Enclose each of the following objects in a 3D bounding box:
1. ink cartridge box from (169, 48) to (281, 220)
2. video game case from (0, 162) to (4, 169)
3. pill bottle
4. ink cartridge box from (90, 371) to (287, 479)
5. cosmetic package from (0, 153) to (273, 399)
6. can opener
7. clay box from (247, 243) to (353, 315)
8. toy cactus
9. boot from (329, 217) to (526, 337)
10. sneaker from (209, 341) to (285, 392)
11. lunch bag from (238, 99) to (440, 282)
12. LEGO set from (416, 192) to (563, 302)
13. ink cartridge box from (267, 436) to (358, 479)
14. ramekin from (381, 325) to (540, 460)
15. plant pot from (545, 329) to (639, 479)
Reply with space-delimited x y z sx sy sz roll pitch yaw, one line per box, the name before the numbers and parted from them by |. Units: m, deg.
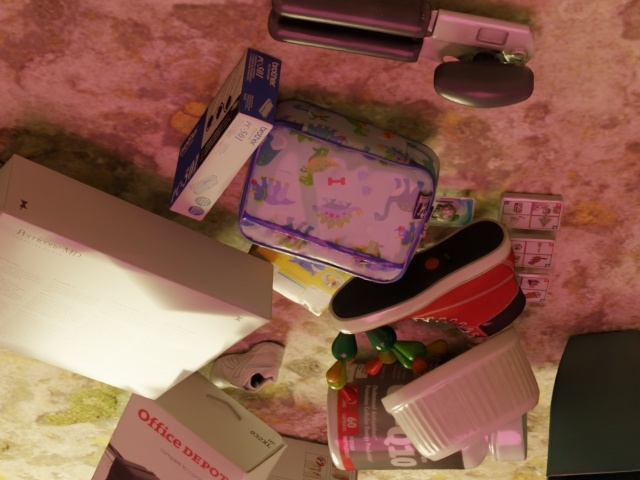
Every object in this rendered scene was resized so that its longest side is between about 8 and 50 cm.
ink cartridge box | -0.111 -0.118 1.510 0.046 0.097 0.207 19 143 -19
video game case | -0.493 -0.069 1.699 0.204 0.025 0.285 -17 139 28
pill bottle | 0.161 0.261 1.956 0.283 0.161 0.161 -3 144 12
ink cartridge box | -0.226 0.380 2.037 0.223 0.129 0.307 35 117 15
cosmetic package | -0.292 0.061 1.680 0.377 0.097 0.284 24 141 -30
can opener | 0.085 -0.202 1.363 0.283 0.095 0.076 8 144 -4
clay box | 0.000 0.000 1.679 0.127 0.053 0.222 32 139 -9
toy cactus | 0.066 0.130 1.830 0.180 0.112 0.219 43 125 -17
boot | 0.141 0.090 1.667 0.244 0.088 0.176 -23 136 0
sneaker | -0.118 0.203 2.004 0.053 0.061 0.152 31 140 -34
lunch bag | 0.020 -0.051 1.531 0.219 0.090 0.176 20 121 -2
LEGO set | 0.179 -0.003 1.701 0.244 0.060 0.182 2 133 2
ink cartridge box | -0.119 0.446 2.290 0.309 0.130 0.272 12 146 -10
ramekin | 0.196 0.212 1.776 0.207 0.109 0.207 -28 173 -4
plant pot | 0.413 0.254 1.847 0.165 0.234 0.165 -7 144 19
